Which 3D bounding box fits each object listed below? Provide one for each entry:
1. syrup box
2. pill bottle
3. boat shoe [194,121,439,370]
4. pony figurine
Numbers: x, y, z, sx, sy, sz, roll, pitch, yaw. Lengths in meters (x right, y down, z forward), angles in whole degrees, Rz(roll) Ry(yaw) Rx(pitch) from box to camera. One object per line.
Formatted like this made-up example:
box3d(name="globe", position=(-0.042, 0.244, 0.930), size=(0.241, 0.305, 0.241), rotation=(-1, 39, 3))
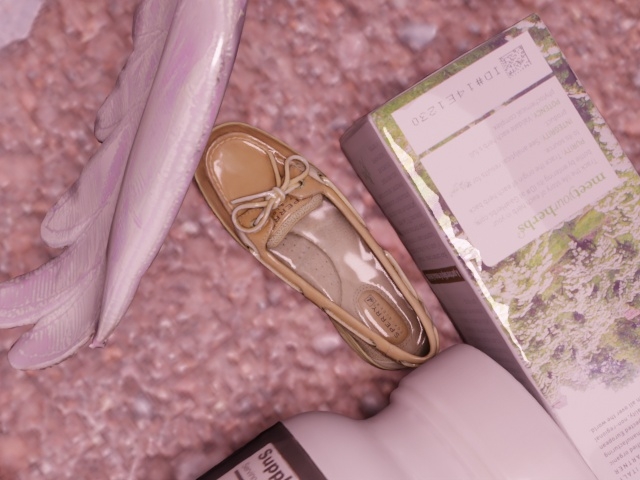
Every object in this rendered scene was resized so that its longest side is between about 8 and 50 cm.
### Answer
box3d(name="syrup box", position=(0.114, 0.023, 0.544), size=(0.093, 0.096, 0.237), rotation=(-32, 91, -8))
box3d(name="pill bottle", position=(-0.016, 0.173, 0.481), size=(0.278, 0.162, 0.162), rotation=(-34, 91, -10))
box3d(name="boat shoe", position=(-0.001, 0.002, 0.552), size=(0.056, 0.048, 0.153), rotation=(-40, 92, -9))
box3d(name="pony figurine", position=(-0.033, -0.170, 0.427), size=(0.363, 0.351, 0.303), rotation=(-13, 57, -38))
